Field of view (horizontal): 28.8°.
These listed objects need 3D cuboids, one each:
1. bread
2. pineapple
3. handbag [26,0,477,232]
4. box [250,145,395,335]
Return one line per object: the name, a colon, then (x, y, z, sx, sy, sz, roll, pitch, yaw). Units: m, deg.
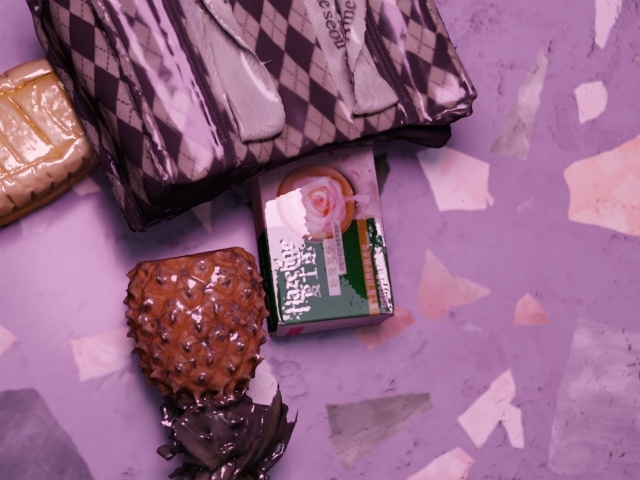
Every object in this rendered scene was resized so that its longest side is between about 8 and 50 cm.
bread: (-0.339, -0.097, 1.334, 0.236, 0.106, 0.140, -30, 86, -15)
pineapple: (-0.104, 0.190, 1.304, 0.165, 0.165, 0.364, -11, 88, -13)
handbag: (-0.056, -0.203, 1.326, 0.416, 0.180, 0.317, -20, 75, -30)
box: (0.000, 0.000, 1.393, 0.135, 0.081, 0.199, -6, 77, -12)
